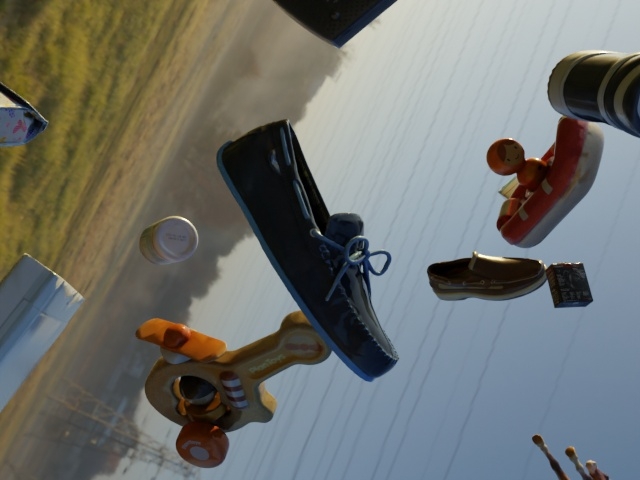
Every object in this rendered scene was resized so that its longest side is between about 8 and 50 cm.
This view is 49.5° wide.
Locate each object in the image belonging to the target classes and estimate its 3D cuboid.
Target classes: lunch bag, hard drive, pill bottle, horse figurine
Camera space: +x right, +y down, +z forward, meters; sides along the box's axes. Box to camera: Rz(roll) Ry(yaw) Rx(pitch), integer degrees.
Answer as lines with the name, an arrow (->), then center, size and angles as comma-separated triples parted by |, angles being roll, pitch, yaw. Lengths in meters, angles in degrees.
lunch bag -> -0.308, -0.123, 0.645 | 0.053, 0.071, 0.083 | -62, 163, 20
hard drive -> -0.313, 0.157, 0.571 | 0.307, 0.040, 0.203 | -57, -174, -15
hard drive -> 0.002, -0.428, 1.140 | 0.172, 0.254, 0.054 | -41, 153, -5
pill bottle -> -0.306, 0.004, 1.367 | 0.160, 0.087, 0.087 | -11, -129, 62
horse figurine -> 0.345, 0.336, 0.817 | 0.066, 0.174, 0.263 | -37, -158, 7

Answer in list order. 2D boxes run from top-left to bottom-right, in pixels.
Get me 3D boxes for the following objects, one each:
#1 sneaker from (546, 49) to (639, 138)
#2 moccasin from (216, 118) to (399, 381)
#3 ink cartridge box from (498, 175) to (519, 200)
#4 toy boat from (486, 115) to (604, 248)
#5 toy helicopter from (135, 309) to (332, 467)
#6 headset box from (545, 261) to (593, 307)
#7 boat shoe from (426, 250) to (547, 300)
sneaker -> 0.399, -0.158, 0.716 | 0.153, 0.282, 0.099 | -129, -147, -66
moccasin -> 0.000, 0.000, 0.818 | 0.117, 0.342, 0.138 | -34, 172, 6
ink cartridge box -> 0.402, -0.072, 1.345 | 0.052, 0.088, 0.122 | -44, -173, 9
toy boat -> 0.331, -0.109, 1.089 | 0.231, 0.151, 0.151 | -59, 180, 42
toy helicopter -> -0.133, 0.185, 1.048 | 0.355, 0.235, 0.140 | -31, -159, 29
headset box -> 0.444, 0.077, 1.243 | 0.032, 0.062, 0.083 | 106, -20, -62
boat shoe -> 0.342, 0.071, 1.464 | 0.258, 0.095, 0.095 | -13, -142, 33
